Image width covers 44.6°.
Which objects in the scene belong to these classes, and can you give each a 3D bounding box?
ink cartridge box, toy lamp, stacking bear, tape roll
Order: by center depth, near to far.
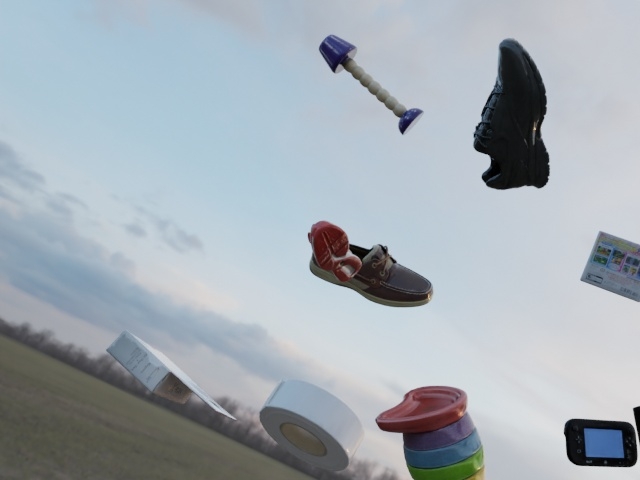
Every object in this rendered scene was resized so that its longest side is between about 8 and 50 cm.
[{"bbox_3d":[0.244,0.447,1.511,0.164,0.288,0.175,-12,6,39],"label":"stacking bear"},{"bbox_3d":[-0.293,0.298,1.581,0.239,0.060,0.275,40,-11,13],"label":"ink cartridge box"},{"bbox_3d":[0.109,-0.352,1.737,0.275,0.080,0.080,43,-15,6],"label":"toy lamp"},{"bbox_3d":[-0.026,0.508,2.144,0.286,0.100,0.286,23,-35,18],"label":"tape roll"}]

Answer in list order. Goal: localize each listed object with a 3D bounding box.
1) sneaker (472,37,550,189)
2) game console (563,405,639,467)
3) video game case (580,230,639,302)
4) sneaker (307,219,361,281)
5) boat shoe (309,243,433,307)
[{"bbox_3d":[0.332,-0.213,1.389,0.130,0.286,0.109,-11,24,2],"label":"sneaker"},{"bbox_3d":[0.718,0.488,1.812,0.362,0.213,0.044,8,-27,-21],"label":"game console"},{"bbox_3d":[0.774,0.066,2.022,0.157,0.143,0.019,22,-7,17],"label":"video game case"},{"bbox_3d":[0.000,0.000,1.633,0.128,0.087,0.221,44,-9,31],"label":"sneaker"},{"bbox_3d":[0.136,0.071,2.046,0.342,0.123,0.123,20,-49,14],"label":"boat shoe"}]
